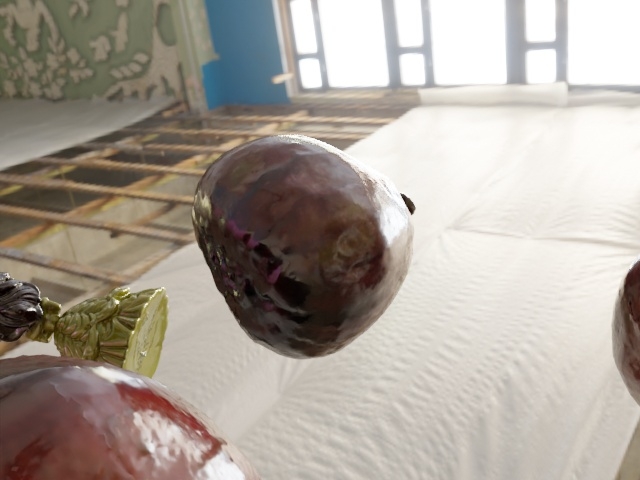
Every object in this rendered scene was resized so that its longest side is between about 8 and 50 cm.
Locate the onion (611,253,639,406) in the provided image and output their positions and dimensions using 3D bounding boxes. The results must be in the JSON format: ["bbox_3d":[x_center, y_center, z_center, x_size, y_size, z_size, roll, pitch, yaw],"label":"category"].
[{"bbox_3d":[0.355,0.089,0.583,0.161,0.248,0.248,-9,-160,-28],"label":"onion"}]

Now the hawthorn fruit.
[{"bbox_3d":[-0.162,0.215,0.504,0.265,0.265,0.307,13,179,43],"label":"hawthorn fruit"}]

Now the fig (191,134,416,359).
[{"bbox_3d":[-0.011,0.005,0.722,0.224,0.224,0.263,7,175,35],"label":"fig"}]

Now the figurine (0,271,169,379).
[{"bbox_3d":[-0.407,0.124,1.049,0.315,0.187,0.168,15,-153,6],"label":"figurine"}]
